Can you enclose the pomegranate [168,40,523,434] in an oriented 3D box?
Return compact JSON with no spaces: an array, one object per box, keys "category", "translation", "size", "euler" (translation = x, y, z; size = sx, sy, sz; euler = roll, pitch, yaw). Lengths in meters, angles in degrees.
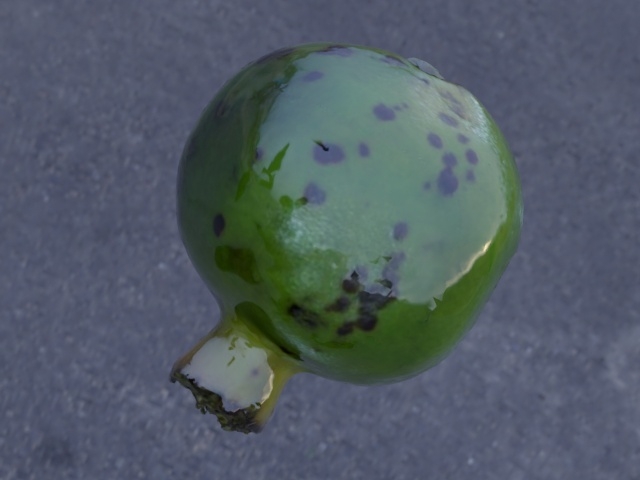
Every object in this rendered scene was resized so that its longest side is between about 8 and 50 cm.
[{"category":"pomegranate","translation":[0.002,-0.007,0.600],"size":[0.143,0.122,0.169],"euler":[39,68,16]}]
